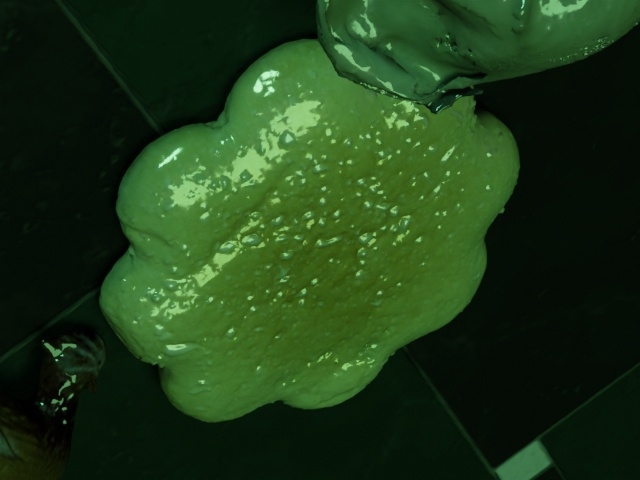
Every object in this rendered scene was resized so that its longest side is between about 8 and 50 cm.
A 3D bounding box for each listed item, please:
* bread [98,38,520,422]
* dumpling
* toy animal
[{"bbox_3d":[0.000,0.000,1.303,0.316,0.054,0.316,-17,135,-18],"label":"bread"},{"bbox_3d":[0.112,-0.205,1.137,0.293,0.163,0.204,-34,105,-1],"label":"dumpling"},{"bbox_3d":[-0.221,0.110,1.237,0.179,0.089,0.188,-54,139,-6],"label":"toy animal"}]
